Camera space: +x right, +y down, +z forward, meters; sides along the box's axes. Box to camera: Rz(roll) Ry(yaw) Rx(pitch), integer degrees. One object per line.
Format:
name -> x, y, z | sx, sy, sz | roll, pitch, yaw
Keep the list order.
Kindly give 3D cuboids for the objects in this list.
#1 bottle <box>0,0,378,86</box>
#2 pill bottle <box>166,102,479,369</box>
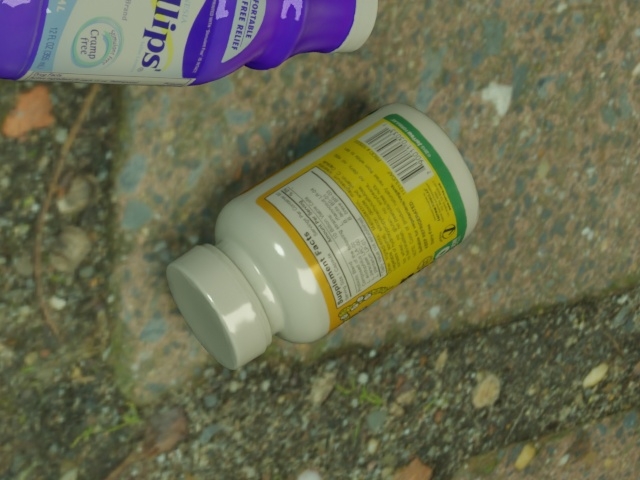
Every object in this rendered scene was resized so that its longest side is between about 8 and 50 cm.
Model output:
bottle -> -0.092, -0.154, 0.966 | 0.283, 0.092, 0.118 | -1, 113, -37
pill bottle -> 0.000, 0.000, 1.105 | 0.208, 0.117, 0.117 | -33, 130, -20
